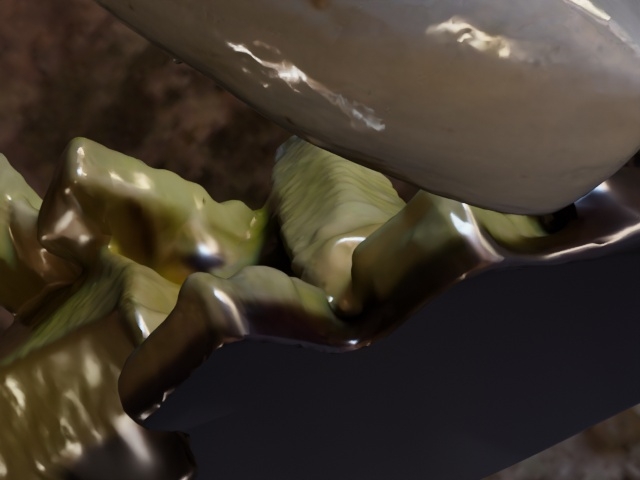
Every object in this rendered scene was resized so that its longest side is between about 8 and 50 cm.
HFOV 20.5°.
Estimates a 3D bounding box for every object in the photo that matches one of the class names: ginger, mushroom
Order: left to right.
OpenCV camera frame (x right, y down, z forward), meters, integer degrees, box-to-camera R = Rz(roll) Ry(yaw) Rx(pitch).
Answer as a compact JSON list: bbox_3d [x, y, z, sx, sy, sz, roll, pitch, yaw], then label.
[{"bbox_3d":[-0.009,-0.092,0.559,0.118,0.270,0.103,-40,-26,-60],"label":"mushroom"},{"bbox_3d":[0.000,0.000,0.845,0.414,0.211,0.358,-18,-21,-10],"label":"ginger"}]
